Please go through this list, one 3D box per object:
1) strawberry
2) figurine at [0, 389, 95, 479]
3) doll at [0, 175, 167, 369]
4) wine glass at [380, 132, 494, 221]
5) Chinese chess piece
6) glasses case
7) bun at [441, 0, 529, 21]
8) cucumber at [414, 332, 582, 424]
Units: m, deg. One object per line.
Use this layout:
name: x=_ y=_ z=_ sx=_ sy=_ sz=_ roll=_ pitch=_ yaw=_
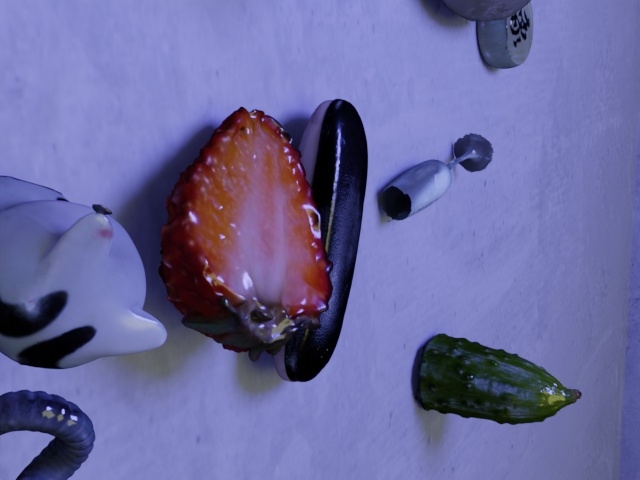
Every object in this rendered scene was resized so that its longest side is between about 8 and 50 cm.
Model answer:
strawberry: x=-0.083 y=-0.007 z=0.594 sx=0.190 sy=0.111 sz=0.237 roll=30 pitch=48 yaw=-40
figurine: x=-0.275 y=0.252 z=0.301 sx=0.261 sy=0.186 sz=0.383 roll=7 pitch=94 yaw=-48
doll: x=-0.183 y=0.018 z=0.395 sx=0.107 sy=0.180 sz=0.110 roll=-44 pitch=131 yaw=-24
wine glass: x=0.174 y=-0.095 z=0.943 sx=0.262 sy=0.074 sz=0.074 roll=-33 pitch=121 yaw=-44
Chinese chess piece: x=0.328 y=-0.377 z=1.111 sx=0.144 sy=0.058 sz=0.144 roll=-12 pitch=106 yaw=-51
glasses case: x=0.000 y=0.000 z=0.702 sx=0.122 sy=0.075 sz=0.315 roll=14 pitch=84 yaw=-70
bun: x=0.274 y=-0.498 z=0.887 sx=0.365 sy=0.219 sz=0.366 roll=-13 pitch=107 yaw=-48
cucumber: x=0.282 y=0.227 z=1.000 sx=0.134 sy=0.244 sz=0.135 roll=-13 pitch=106 yaw=-58
